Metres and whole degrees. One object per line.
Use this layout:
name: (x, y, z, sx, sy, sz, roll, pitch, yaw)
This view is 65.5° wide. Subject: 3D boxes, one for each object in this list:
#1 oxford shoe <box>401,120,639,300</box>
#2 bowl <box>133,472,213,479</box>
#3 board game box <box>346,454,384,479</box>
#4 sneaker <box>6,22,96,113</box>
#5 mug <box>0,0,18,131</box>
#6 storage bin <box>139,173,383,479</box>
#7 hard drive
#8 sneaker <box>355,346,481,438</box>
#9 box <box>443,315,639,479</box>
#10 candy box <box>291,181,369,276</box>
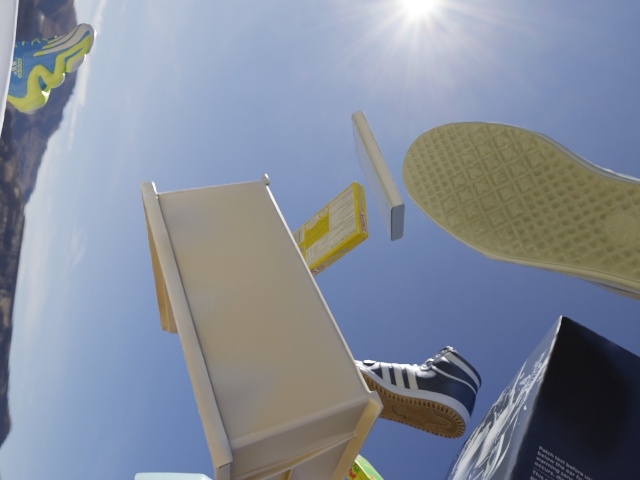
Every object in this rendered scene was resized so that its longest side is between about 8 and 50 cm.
oxford shoe: (0.304, -0.029, 0.613, 0.449, 0.130, 0.169, 24, -87, 31)
bowl: (-0.281, 0.632, 1.055, 0.311, 0.163, 0.311, 169, -90, -75)
board game box: (0.106, 0.566, 1.187, 0.043, 0.092, 0.181, -54, -159, -8)
sneaker: (-0.579, -0.386, 1.031, 0.091, 0.126, 0.240, 18, -108, 47)
mug: (-0.317, -0.105, 0.180, 0.276, 0.328, 0.374, 25, -74, 61)
storage bin: (-0.078, 0.117, 0.484, 0.260, 0.123, 0.262, 103, -33, -46)
hard drive: (0.156, -0.175, 1.364, 0.203, 0.040, 0.307, 73, -1, -64)
sneaker: (0.165, 0.264, 0.956, 0.282, 0.153, 0.099, 11, -57, 34)
box: (0.240, 0.321, 0.560, 0.179, 0.312, 0.343, 32, -52, 19)
candy box: (0.000, 0.000, 0.821, 0.206, 0.027, 0.105, -38, -138, 39)
